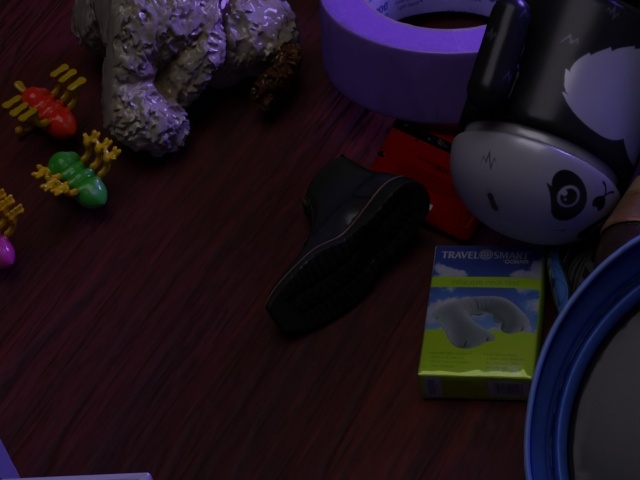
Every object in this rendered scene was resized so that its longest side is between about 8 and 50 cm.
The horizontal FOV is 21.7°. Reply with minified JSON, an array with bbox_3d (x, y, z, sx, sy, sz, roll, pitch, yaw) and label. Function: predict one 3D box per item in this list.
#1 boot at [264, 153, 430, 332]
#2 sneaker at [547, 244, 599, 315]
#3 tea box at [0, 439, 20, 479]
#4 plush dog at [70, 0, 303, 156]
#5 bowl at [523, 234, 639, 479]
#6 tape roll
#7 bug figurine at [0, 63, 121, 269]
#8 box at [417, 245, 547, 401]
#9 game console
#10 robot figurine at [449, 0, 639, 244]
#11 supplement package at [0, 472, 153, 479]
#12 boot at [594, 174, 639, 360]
[{"bbox_3d":[0.000,0.000,1.664,0.198,0.077,0.137,-39,35,-17],"label":"boot"},{"bbox_3d":[0.258,0.069,1.531,0.078,0.067,0.188,-15,44,7],"label":"sneaker"},{"bbox_3d":[-0.480,0.253,1.416,0.323,0.220,0.329,13,52,23],"label":"tea box"},{"bbox_3d":[-0.132,-0.239,1.837,0.225,0.211,0.262,-1,44,-25],"label":"plush dog"},{"bbox_3d":[0.359,0.163,1.330,0.391,0.077,0.391,-4,70,12],"label":"bowl"},{"bbox_3d":[0.136,-0.235,1.786,0.274,0.090,0.275,-2,38,2],"label":"tape roll"},{"bbox_3d":[-0.342,-0.065,1.779,0.279,0.072,0.216,-34,52,-20],"label":"bug figurine"},{"bbox_3d":[0.156,0.068,1.572,0.109,0.042,0.178,1,49,12],"label":"box"},{"bbox_3d":[0.138,-0.068,1.720,0.144,0.085,0.124,27,90,32],"label":"game console"},{"bbox_3d":[0.231,-0.132,1.579,0.209,0.173,0.278,23,78,-4],"label":"robot figurine"},{"bbox_3d":[-0.199,0.327,1.344,0.133,0.139,0.244,-4,49,9],"label":"supplement package"},{"bbox_3d":[0.358,0.062,1.491,0.248,0.090,0.207,20,58,4],"label":"boot"}]
